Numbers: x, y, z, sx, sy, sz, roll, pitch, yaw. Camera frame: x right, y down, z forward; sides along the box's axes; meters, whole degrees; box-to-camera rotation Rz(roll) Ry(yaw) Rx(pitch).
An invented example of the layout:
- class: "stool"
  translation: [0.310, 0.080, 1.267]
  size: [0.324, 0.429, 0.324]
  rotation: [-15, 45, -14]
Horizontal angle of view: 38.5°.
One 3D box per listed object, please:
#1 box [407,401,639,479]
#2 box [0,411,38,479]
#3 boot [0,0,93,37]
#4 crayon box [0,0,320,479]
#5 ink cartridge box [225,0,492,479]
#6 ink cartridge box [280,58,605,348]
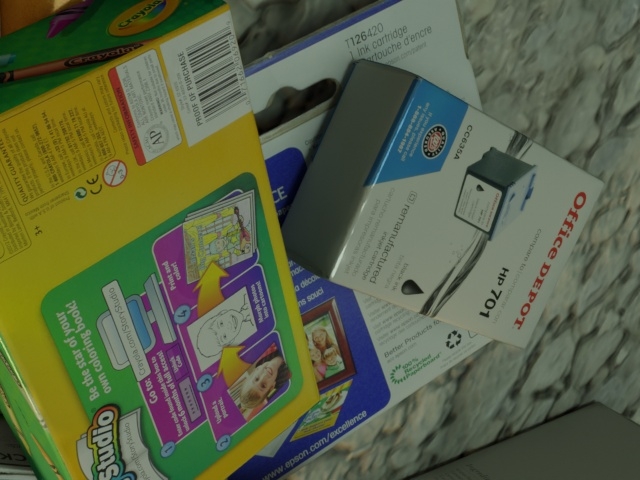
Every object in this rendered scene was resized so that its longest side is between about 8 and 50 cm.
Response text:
- class: "box"
  translation: [0.184, 0.322, 0.834]
  size: [0.345, 0.168, 0.215]
  rotation: [-15, 114, -26]
- class: "box"
  translation: [-0.273, 0.253, 0.589]
  size: [0.169, 0.087, 0.290]
  rotation: [12, 101, -33]
- class: "boot"
  translation: [-0.196, -0.234, 0.455]
  size: [0.211, 0.104, 0.295]
  rotation: [13, 90, -37]
- class: "crayon box"
  translation: [-0.105, 0.023, 0.495]
  size: [0.165, 0.081, 0.278]
  rotation: [-34, 131, -29]
- class: "ink cartridge box"
  translation: [0.000, 0.000, 0.678]
  size: [0.303, 0.072, 0.307]
  rotation: [-29, 117, -18]
- class: "ink cartridge box"
  translation: [0.086, -0.020, 0.632]
  size: [0.191, 0.082, 0.139]
  rotation: [21, 96, -33]
